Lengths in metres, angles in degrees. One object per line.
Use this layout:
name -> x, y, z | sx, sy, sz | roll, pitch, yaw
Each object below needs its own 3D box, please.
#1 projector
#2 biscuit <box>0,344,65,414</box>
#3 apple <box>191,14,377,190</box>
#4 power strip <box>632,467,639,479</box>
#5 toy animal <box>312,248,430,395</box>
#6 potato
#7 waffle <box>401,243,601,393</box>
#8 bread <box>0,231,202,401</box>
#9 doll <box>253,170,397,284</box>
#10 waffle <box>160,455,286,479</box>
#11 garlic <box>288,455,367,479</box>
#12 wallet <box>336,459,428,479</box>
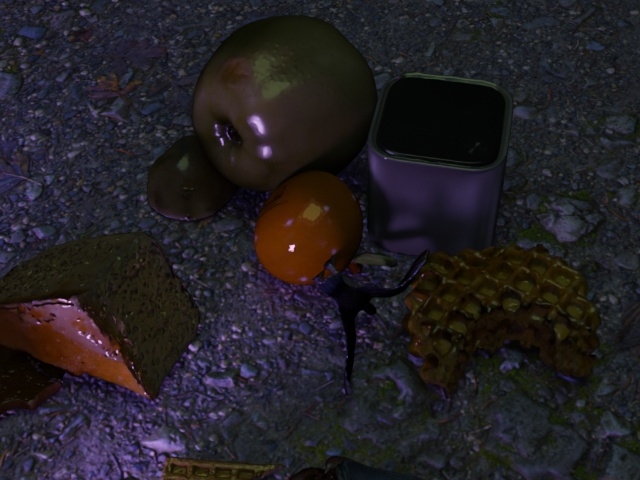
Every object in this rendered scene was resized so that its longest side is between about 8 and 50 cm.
projector -> 0.221, -0.138, 1.862 | 0.248, 0.249, 0.249 | 8, 49, 9
biscuit -> -0.520, 0.219, 1.690 | 0.182, 0.034, 0.215 | 12, 46, 7
apple -> -0.078, -0.258, 1.902 | 0.357, 0.357, 0.357 | -1, 47, 1
power strip -> 0.522, 0.378, 1.514 | 0.081, 0.035, 0.192 | 30, 54, 26
toy animal -> 0.067, 0.091, 1.693 | 0.160, 0.197, 0.272 | 40, 95, -10
potato -> -0.262, -0.147, 1.978 | 0.182, 0.117, 0.202 | 16, 50, 20
waffle -> 0.306, 0.132, 1.679 | 0.324, 0.151, 0.261 | -3, 50, -3
bread -> -0.406, 0.143, 1.710 | 0.315, 0.279, 0.248 | -16, 29, 38
doll -> 0.000, 0.000, 1.798 | 0.236, 0.213, 0.213 | 39, 46, -19
waffle -> -0.156, 0.393, 1.519 | 0.191, 0.032, 0.125 | 4, 45, 7
garlic -> 0.019, 0.423, 1.407 | 0.160, 0.191, 0.214 | -30, 40, 34
wallet -> 0.147, 0.439, 1.358 | 0.290, 0.054, 0.251 | 21, 38, -34
